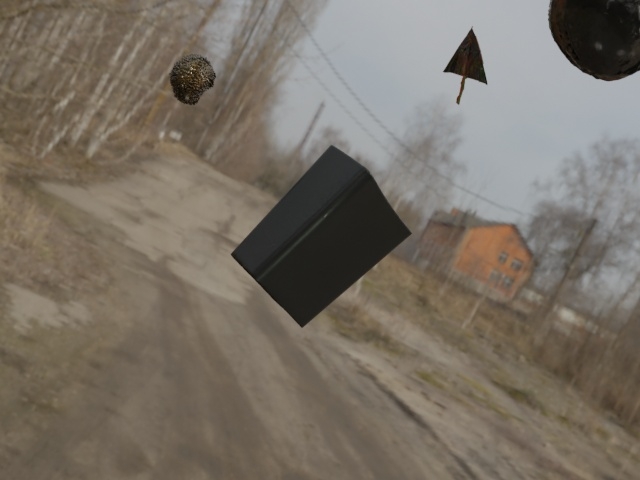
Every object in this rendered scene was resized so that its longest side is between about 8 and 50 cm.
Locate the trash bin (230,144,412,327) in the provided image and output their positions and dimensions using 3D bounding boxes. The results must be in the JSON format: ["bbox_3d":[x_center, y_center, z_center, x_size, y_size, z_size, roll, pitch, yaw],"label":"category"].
[{"bbox_3d":[0.000,0.000,1.278,0.115,0.225,0.165,39,-9,47],"label":"trash bin"}]

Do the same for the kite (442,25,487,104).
[{"bbox_3d":[0.293,-0.353,1.715,0.010,0.159,0.190,-1,17,-19],"label":"kite"}]

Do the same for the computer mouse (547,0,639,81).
[{"bbox_3d":[0.415,-0.365,1.124,0.182,0.323,0.116,26,-15,-18],"label":"computer mouse"}]

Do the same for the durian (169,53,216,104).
[{"bbox_3d":[-0.210,-0.262,1.385,0.080,0.091,0.080,2,-38,1],"label":"durian"}]
